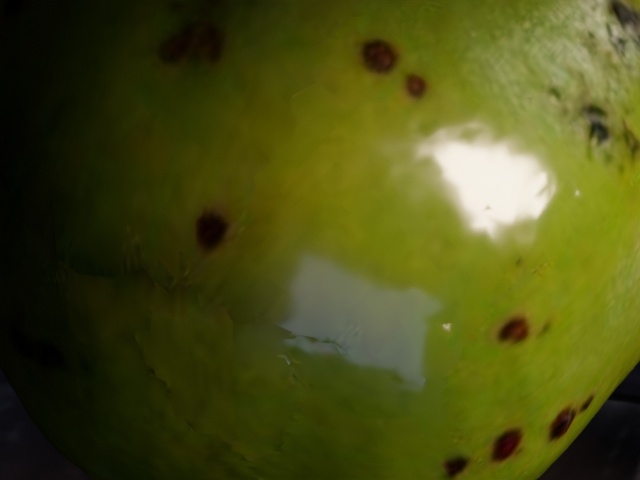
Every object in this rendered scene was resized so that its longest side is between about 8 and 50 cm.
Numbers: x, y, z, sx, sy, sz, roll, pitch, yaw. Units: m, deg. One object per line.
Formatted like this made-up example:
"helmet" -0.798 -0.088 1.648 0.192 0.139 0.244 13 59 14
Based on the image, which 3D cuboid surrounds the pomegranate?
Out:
"pomegranate" 0.000 0.000 0.566 0.236 0.236 0.302 -11 150 -4
